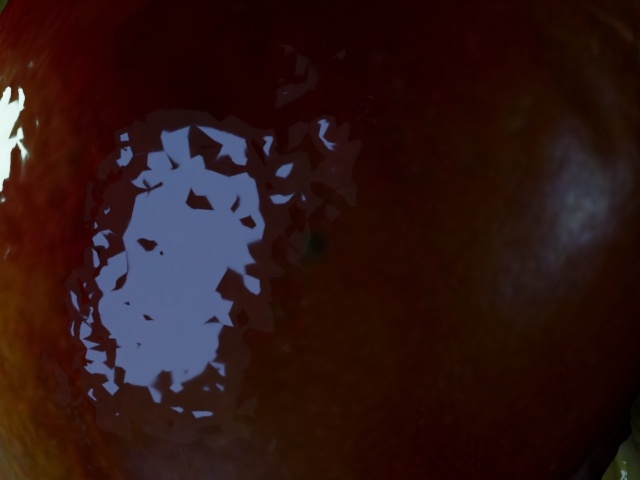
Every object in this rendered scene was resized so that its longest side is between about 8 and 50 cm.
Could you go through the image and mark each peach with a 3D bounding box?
[{"bbox_3d":[0.000,0.000,0.568,0.281,0.281,0.338,20,98,27],"label":"peach"}]

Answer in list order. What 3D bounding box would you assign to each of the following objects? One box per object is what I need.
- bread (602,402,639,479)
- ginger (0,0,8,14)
[{"bbox_3d":[0.040,0.124,0.695,0.236,0.120,0.198,0,109,34],"label":"bread"},{"bbox_3d":[-0.139,-0.070,0.759,0.263,0.109,0.116,-35,68,35],"label":"ginger"}]
